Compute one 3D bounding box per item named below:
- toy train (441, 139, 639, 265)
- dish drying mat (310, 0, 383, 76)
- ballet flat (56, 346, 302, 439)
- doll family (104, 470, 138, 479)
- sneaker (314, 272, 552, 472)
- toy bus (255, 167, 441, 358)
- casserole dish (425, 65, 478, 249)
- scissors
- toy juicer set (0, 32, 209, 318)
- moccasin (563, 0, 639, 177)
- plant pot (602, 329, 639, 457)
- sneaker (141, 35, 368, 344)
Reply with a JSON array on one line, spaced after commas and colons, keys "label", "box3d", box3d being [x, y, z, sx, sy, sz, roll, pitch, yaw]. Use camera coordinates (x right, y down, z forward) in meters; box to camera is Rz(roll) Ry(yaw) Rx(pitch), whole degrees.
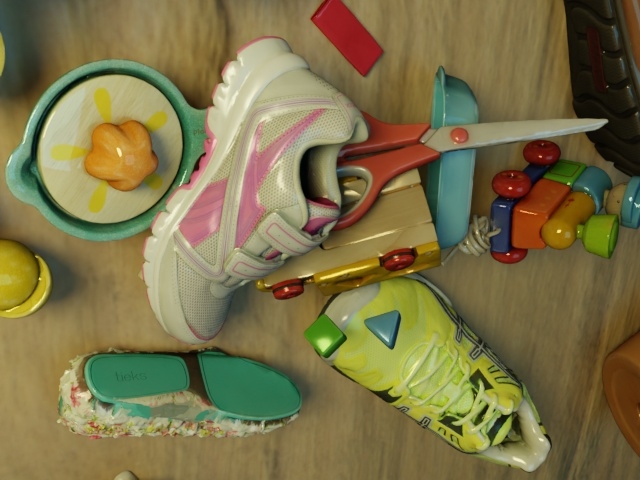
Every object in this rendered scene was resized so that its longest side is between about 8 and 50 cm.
[{"label": "toy train", "box3d": [0.249, -0.012, 0.834, 0.248, 0.143, 0.105, -39, 134, -43]}, {"label": "dish drying mat", "box3d": [0.025, -0.185, 0.706, 0.032, 0.008, 0.083, -54, 133, -2]}, {"label": "ballet flat", "box3d": [-0.130, 0.145, 0.720, 0.241, 0.091, 0.077, 16, 132, -37]}, {"label": "doll family", "box3d": [-0.196, 0.294, 0.673, 0.263, 0.163, 0.118, -20, 123, -29]}, {"label": "sneaker", "box3d": [0.145, 0.148, 0.874, 0.385, 0.147, 0.145, 33, 92, -41]}, {"label": "toy bus", "box3d": [0.013, 0.002, 0.722, 0.191, 0.202, 0.104, -57, 163, -9]}, {"label": "casserole dish", "box3d": [0.128, -0.077, 0.770, 0.037, 0.114, 0.188, 2, 116, 2]}, {"label": "scissors", "box3d": [0.100, -0.096, 0.681, 0.297, 0.109, 0.021, -21, 159, -8]}, {"label": "toy juicer set", "box3d": [-0.165, -0.031, 0.577, 0.329, 0.089, 0.209, 13, 100, -44]}, {"label": "moccasin", "box3d": [0.348, -0.227, 0.859, 0.147, 0.139, 0.380, -32, 119, -10]}, {"label": "plant pot", "box3d": [0.565, 0.223, 1.168, 0.204, 0.291, 0.290, -20, 124, -8]}, {"label": "sneaker", "box3d": [-0.048, -0.019, 0.596, 0.103, 0.111, 0.252, -18, 136, -63]}]
